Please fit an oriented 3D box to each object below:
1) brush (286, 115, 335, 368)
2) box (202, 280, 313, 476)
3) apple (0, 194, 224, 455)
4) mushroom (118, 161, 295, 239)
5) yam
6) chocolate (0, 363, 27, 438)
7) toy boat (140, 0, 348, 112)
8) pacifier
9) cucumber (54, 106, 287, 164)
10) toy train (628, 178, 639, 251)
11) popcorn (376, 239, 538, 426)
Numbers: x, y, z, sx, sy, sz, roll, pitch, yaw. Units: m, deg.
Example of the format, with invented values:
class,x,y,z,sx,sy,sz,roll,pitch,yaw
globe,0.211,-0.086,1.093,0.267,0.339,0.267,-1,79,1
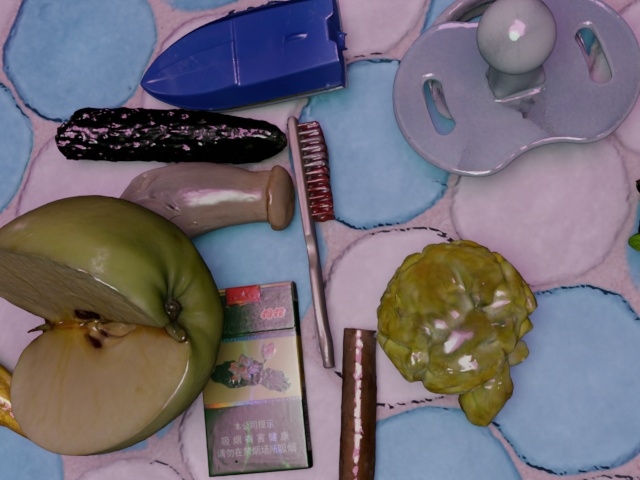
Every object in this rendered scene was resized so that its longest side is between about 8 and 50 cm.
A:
class,x,y,z,sx,sy,sz,roll,pitch,yaw
brush,0.000,0.000,1.158,0.050,0.060,0.320,-7,80,-2
box,-0.085,0.174,1.156,0.132,0.034,0.235,-7,80,9
apple,-0.245,0.086,1.080,0.258,0.233,0.295,-8,106,27
mushroom,-0.157,-0.049,1.171,0.247,0.096,0.108,-10,73,7
yam,0.046,0.238,1.120,0.046,0.046,0.263,0,80,10
chocolate,-0.439,0.189,1.193,0.219,0.085,0.085,31,88,11
toy boat,-0.106,-0.235,1.202,0.295,0.088,0.129,-9,81,19
pacifier,0.222,-0.216,1.062,0.300,0.233,0.244,-18,76,5
cucumber,-0.190,-0.137,1.199,0.304,0.081,0.072,3,107,8
toy train,0.436,-0.032,0.972,0.161,0.296,0.100,15,83,3
popcorn,0.161,0.109,1.066,0.198,0.198,0.212,-32,102,4
